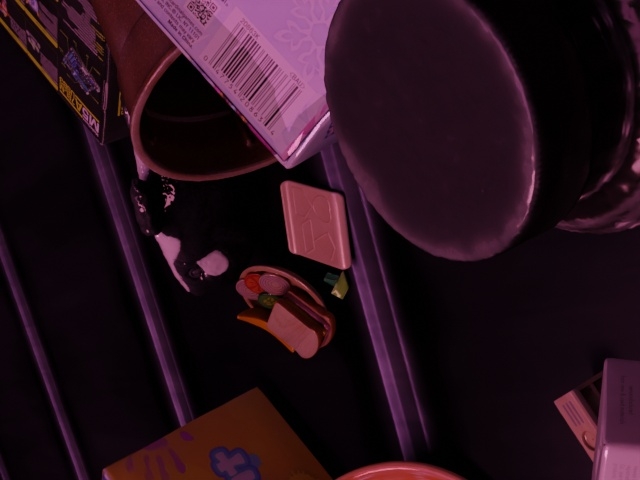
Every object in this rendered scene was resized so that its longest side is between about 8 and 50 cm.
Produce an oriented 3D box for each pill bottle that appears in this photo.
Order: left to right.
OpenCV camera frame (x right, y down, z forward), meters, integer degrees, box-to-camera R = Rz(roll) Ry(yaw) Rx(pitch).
[{"bbox_3d":[0.114,-0.075,0.406,0.123,0.219,0.122,35,138,40],"label":"pill bottle"}]

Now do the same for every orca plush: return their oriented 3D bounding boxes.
[{"bbox_3d":[-0.077,-0.097,0.848,0.151,0.102,0.287,-47,-50,-75],"label":"orca plush"}]

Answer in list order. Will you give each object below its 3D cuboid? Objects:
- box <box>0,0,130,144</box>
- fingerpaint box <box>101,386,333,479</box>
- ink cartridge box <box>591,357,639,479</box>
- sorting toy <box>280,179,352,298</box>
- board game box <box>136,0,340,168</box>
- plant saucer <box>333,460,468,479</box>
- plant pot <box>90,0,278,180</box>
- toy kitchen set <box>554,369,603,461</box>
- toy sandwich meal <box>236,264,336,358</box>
[{"bbox_3d":[-0.211,-0.207,0.981,0.190,0.045,0.184,47,147,26],"label":"box"},{"bbox_3d":[-0.007,0.410,0.985,0.445,0.163,0.371,47,145,27],"label":"fingerpaint box"},{"bbox_3d":[0.209,0.116,0.502,0.181,0.061,0.104,5,123,12],"label":"ink cartridge box"},{"bbox_3d":[0.000,0.000,0.833,0.062,0.012,0.083,15,120,47],"label":"sorting toy"},{"bbox_3d":[-0.017,-0.249,0.482,0.318,0.066,0.318,49,127,5],"label":"board game box"},{"bbox_3d":[0.060,0.252,0.799,0.200,0.037,0.199,-6,76,24],"label":"plant saucer"},{"bbox_3d":[-0.068,-0.150,0.702,0.165,0.167,0.167,59,149,23],"label":"plant pot"},{"bbox_3d":[0.161,0.102,0.606,0.075,0.068,0.083,58,148,12],"label":"toy kitchen set"},{"bbox_3d":[-0.028,0.054,0.875,0.086,0.029,0.085,22,144,17],"label":"toy sandwich meal"}]
